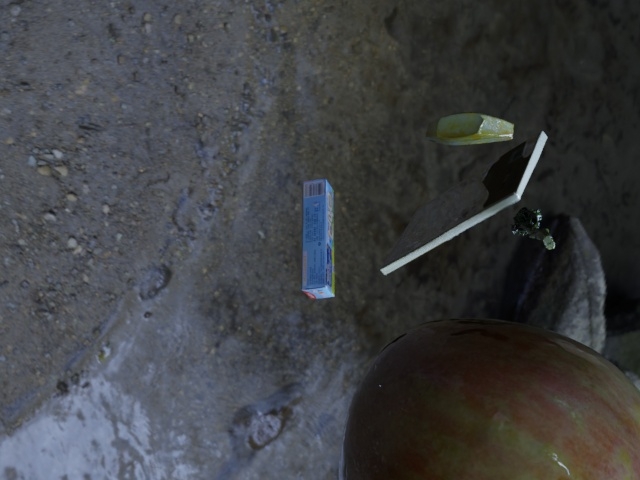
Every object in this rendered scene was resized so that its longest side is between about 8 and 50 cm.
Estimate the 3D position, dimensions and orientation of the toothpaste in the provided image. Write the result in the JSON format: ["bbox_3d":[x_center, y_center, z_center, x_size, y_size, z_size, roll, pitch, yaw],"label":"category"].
[{"bbox_3d":[0.000,0.000,1.061,0.070,0.044,0.193,50,36,-60],"label":"toothpaste"}]

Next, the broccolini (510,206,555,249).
[{"bbox_3d":[0.288,-0.011,0.873,0.218,0.042,0.044,-42,137,-73],"label":"broccolini"}]

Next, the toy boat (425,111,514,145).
[{"bbox_3d":[0.288,-0.216,1.256,0.066,0.172,0.065,20,76,-59],"label":"toy boat"}]

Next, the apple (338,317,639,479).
[{"bbox_3d":[0.132,0.186,0.503,0.257,0.234,0.257,-40,143,-39],"label":"apple"}]

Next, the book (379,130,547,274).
[{"bbox_3d":[0.250,-0.063,1.137,0.021,0.310,0.217,47,44,-9],"label":"book"}]
